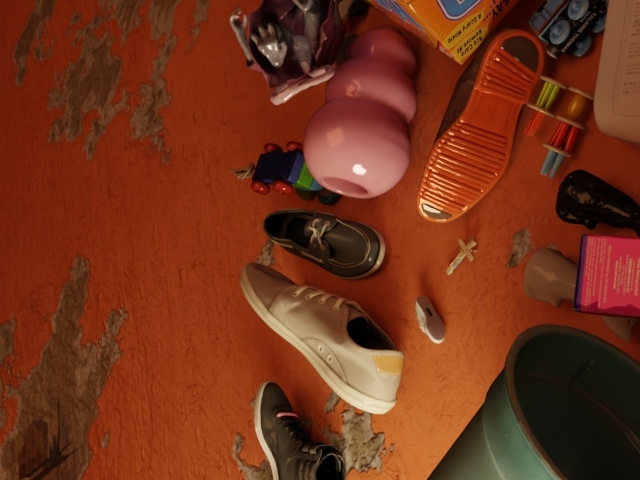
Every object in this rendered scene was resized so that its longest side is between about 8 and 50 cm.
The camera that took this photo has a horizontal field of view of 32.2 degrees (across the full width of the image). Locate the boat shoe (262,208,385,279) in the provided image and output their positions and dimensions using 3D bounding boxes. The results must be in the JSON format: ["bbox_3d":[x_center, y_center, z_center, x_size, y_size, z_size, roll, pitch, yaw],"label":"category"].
[{"bbox_3d":[0.000,0.000,2.189,0.319,0.099,0.116,19,91,52],"label":"boat shoe"}]

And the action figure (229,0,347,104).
[{"bbox_3d":[-0.021,-0.370,2.134,0.248,0.370,0.276,-23,78,-1],"label":"action figure"}]

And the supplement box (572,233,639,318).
[{"bbox_3d":[0.473,0.056,1.517,0.220,0.111,0.114,6,87,32],"label":"supplement box"}]

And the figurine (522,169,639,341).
[{"bbox_3d":[0.430,0.025,1.666,0.209,0.092,0.215,31,102,47],"label":"figurine"}]

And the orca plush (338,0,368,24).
[{"bbox_3d":[0.026,-0.548,2.361,0.102,0.151,0.287,136,140,-78],"label":"orca plush"}]

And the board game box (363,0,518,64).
[{"bbox_3d":[0.176,-0.595,1.912,0.356,0.356,0.356,-48,41,4],"label":"board game box"}]

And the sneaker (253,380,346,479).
[{"bbox_3d":[-0.032,0.383,2.093,0.147,0.104,0.296,-36,57,36],"label":"sneaker"}]

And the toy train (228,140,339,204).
[{"bbox_3d":[-0.073,-0.129,2.302,0.248,0.143,0.105,3,71,57],"label":"toy train"}]

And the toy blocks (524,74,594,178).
[{"bbox_3d":[0.378,-0.186,1.827,0.123,0.054,0.148,36,105,50],"label":"toy blocks"}]

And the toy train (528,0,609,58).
[{"bbox_3d":[0.428,-0.387,1.821,0.184,0.080,0.105,-52,37,26],"label":"toy train"}]

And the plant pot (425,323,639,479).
[{"bbox_3d":[0.305,0.353,1.524,0.334,0.341,0.341,-55,41,33],"label":"plant pot"}]

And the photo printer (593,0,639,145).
[{"bbox_3d":[0.534,-0.287,1.628,0.256,0.107,0.308,0,78,51],"label":"photo printer"}]

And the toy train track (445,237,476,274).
[{"bbox_3d":[0.249,0.029,1.943,0.083,0.014,0.048,-53,49,32],"label":"toy train track"}]

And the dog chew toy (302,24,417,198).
[{"bbox_3d":[0.092,-0.252,2.101,0.206,0.206,0.332,0,69,51],"label":"dog chew toy"}]

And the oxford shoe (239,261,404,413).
[{"bbox_3d":[0.007,0.150,2.076,0.449,0.169,0.130,40,111,42],"label":"oxford shoe"}]

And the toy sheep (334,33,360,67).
[{"bbox_3d":[0.066,-0.378,2.260,0.132,0.091,0.091,11,85,57],"label":"toy sheep"}]

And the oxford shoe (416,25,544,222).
[{"bbox_3d":[0.272,-0.201,1.939,0.364,0.130,0.133,-62,15,15],"label":"oxford shoe"}]

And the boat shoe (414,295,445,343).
[{"bbox_3d":[0.190,0.146,1.959,0.035,0.035,0.100,105,148,-46],"label":"boat shoe"}]
